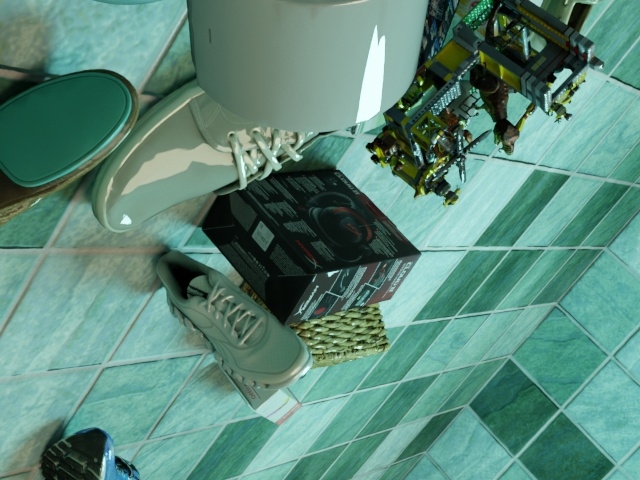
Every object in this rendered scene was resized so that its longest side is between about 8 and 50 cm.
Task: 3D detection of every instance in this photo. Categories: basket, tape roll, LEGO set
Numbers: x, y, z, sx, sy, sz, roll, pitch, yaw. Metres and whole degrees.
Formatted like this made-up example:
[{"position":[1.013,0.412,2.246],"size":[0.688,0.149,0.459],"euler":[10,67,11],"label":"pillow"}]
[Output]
[{"position":[-0.043,0.129,1.745],"size":[0.213,0.223,0.299],"euler":[-19,169,34],"label":"basket"},{"position":[-0.013,-0.252,0.931],"size":[0.246,0.246,0.169],"euler":[-31,152,-23],"label":"tape roll"},{"position":[0.245,-0.171,1.294],"size":[0.331,0.192,0.255],"euler":[-42,154,-13],"label":"LEGO set"}]

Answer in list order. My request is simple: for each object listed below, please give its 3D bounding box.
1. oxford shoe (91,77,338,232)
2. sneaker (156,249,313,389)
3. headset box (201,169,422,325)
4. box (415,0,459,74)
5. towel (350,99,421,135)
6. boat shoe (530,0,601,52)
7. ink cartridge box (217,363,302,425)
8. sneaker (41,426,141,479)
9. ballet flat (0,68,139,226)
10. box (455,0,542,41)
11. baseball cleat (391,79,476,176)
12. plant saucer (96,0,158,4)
[{"position":[-0.091,-0.142,1.222],"size":[0.449,0.130,0.169],"euler":[-33,154,-17],"label":"oxford shoe"},{"position":[-0.136,0.113,1.369],"size":[0.110,0.292,0.118],"euler":[-47,148,-19],"label":"sneaker"},{"position":[0.000,0.000,1.461],"size":[0.293,0.218,0.110],"euler":[-10,139,-50],"label":"headset box"},{"position":[0.129,-0.320,1.260],"size":[0.220,0.051,0.175],"euler":[58,50,-64],"label":"box"},{"position":[0.114,-0.234,1.499],"size":[0.152,0.023,0.113],"euler":[-29,153,-31],"label":"towel"},{"position":[0.441,-0.432,1.564],"size":[0.109,0.098,0.302],"euler":[-18,145,-42],"label":"boat shoe"},{"position":[-0.118,0.284,1.846],"size":[0.067,0.115,0.198],"euler":[-41,155,-1],"label":"ink cartridge box"},{"position":[-0.401,0.416,1.672],"size":[0.147,0.129,0.330],"euler":[-41,162,-39],"label":"sneaker"},{"position":[-0.344,-0.064,1.020],"size":[0.342,0.116,0.124],"euler":[-38,174,-9],"label":"ballet flat"},{"position":[0.267,-0.403,1.345],"size":[0.103,0.114,0.203],"euler":[-25,151,-32],"label":"box"},{"position":[0.191,-0.186,1.621],"size":[0.109,0.072,0.206],"euler":[-4,132,-43],"label":"baseball cleat"},{"position":[-0.143,-0.358,0.914],"size":[0.317,0.044,0.318],"euler":[-33,152,-20],"label":"plant saucer"}]
